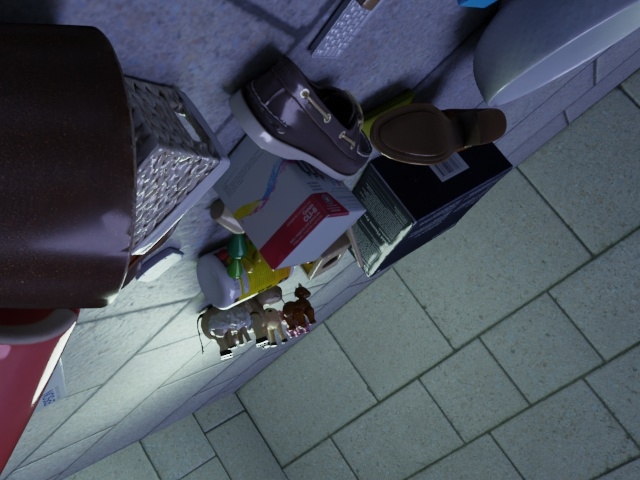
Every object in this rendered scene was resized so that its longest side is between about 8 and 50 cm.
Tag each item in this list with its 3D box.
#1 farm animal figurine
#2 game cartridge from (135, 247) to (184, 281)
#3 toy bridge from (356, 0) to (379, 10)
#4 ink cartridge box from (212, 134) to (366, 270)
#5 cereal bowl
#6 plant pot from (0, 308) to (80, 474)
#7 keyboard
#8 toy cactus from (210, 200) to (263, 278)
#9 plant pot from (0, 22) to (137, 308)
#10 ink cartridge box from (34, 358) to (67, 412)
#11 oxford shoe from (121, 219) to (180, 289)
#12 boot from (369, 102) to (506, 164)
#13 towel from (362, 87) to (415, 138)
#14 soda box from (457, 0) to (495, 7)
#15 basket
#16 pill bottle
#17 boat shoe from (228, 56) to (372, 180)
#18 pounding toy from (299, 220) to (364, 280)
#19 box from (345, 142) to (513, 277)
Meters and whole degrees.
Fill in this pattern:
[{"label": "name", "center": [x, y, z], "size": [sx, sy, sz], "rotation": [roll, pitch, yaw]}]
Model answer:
[{"label": "farm animal figurine", "center": [-0.177, 0.198, 1.442], "size": [0.326, 0.172, 0.330], "rotation": [-13, 164, -29]}, {"label": "game cartridge", "center": [-0.285, 0.043, 0.946], "size": [0.083, 0.017, 0.056], "rotation": [-37, 170, 4]}, {"label": "toy bridge", "center": [0.088, -0.321, 0.521], "size": [0.026, 0.063, 0.188], "rotation": [-18, 159, -52]}, {"label": "ink cartridge box", "center": [-0.050, -0.067, 0.807], "size": [0.127, 0.176, 0.128], "rotation": [-46, 164, 26]}, {"label": "cereal bowl", "center": [0.397, -0.368, 0.876], "size": [0.339, 0.141, 0.339], "rotation": [-27, 176, -2]}, {"label": "plant pot", "center": [-0.374, 0.104, 0.493], "size": [0.243, 0.275, 0.275], "rotation": [-50, 163, 13]}, {"label": "keyboard", "center": [0.080, -0.315, 0.630], "size": [0.256, 0.014, 0.072], "rotation": [-45, 163, 34]}, {"label": "toy cactus", "center": [-0.119, -0.033, 0.952], "size": [0.219, 0.112, 0.180], "rotation": [-41, 143, 17]}, {"label": "plant pot", "center": [-0.271, -0.046, 0.351], "size": [0.230, 0.215, 0.215], "rotation": [-5, 150, -38]}, {"label": "ink cartridge box", "center": [-0.594, 0.276, 0.879], "size": [0.330, 0.071, 0.324], "rotation": [-28, 165, -33]}, {"label": "oxford shoe", "center": [-0.244, -0.026, 0.720], "size": [0.076, 0.076, 0.212], "rotation": [35, 102, -33]}, {"label": "boot", "center": [0.176, -0.202, 1.021], "size": [0.283, 0.109, 0.220], "rotation": [-18, -168, -23]}, {"label": "towel", "center": [0.064, -0.197, 0.975], "size": [0.237, 0.021, 0.102], "rotation": [-32, 171, -20]}, {"label": "soda box", "center": [0.259, -0.360, 0.637], "size": [0.071, 0.067, 0.210], "rotation": [-20, -178, -43]}, {"label": "basket", "center": [-0.200, -0.074, 0.561], "size": [0.167, 0.113, 0.103], "rotation": [-41, 163, 21]}, {"label": "pill bottle", "center": [-0.136, 0.049, 1.103], "size": [0.215, 0.117, 0.117], "rotation": [-25, 162, -37]}, {"label": "boat shoe", "center": [0.007, -0.165, 0.753], "size": [0.096, 0.117, 0.324], "rotation": [-38, 161, 22]}, {"label": "pounding toy", "center": [0.007, 0.005, 1.160], "size": [0.094, 0.181, 0.206], "rotation": [-28, 164, -26]}, {"label": "box", "center": [0.246, -0.106, 1.366], "size": [0.343, 0.179, 0.312], "rotation": [-28, 163, -27]}]
